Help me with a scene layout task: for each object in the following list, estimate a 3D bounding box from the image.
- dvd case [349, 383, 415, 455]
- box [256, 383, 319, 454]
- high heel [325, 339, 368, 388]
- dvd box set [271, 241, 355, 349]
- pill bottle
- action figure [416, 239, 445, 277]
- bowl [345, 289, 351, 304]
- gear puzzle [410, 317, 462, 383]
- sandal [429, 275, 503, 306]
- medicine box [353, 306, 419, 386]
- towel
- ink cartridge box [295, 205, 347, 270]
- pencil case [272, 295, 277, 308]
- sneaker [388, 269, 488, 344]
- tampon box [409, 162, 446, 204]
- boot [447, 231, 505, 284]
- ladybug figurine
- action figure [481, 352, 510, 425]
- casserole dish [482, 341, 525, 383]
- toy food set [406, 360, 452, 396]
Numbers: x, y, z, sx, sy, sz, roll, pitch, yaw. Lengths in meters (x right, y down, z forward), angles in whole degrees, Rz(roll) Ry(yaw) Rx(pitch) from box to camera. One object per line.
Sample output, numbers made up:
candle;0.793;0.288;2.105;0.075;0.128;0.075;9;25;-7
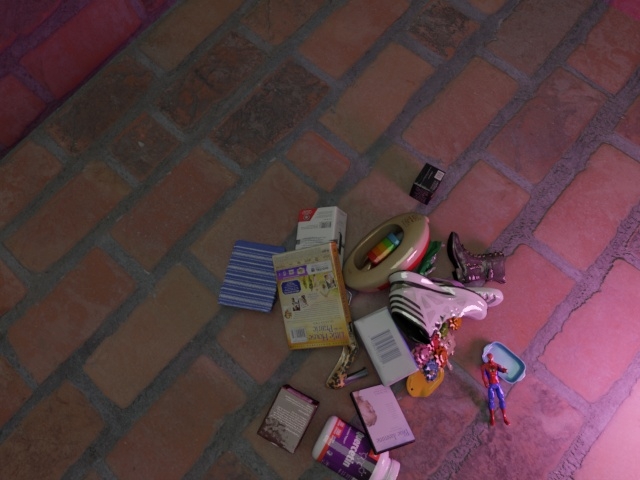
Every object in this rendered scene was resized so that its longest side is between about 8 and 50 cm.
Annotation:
dvd case;0.244;0.702;1.724;0.180;0.022;0.253;-6;48;-23
box;-0.125;0.716;1.755;0.168;0.167;0.203;27;78;10
high heel;0.074;0.489;1.837;0.186;0.093;0.261;-20;83;-8
dvd box set;-0.034;0.237;1.821;0.307;0.062;0.421;-14;86;31
pill bottle;0.138;0.842;1.695;0.323;0.181;0.182;27;78;10
action figure;0.472;0.113;1.915;0.063;0.137;0.232;28;87;-2
bowl;0.056;0.270;1.923;0.142;0.053;0.142;24;79;10
gear puzzle;0.501;0.413;1.762;0.339;0.044;0.175;-40;105;-34
sandal;0.560;0.211;1.857;0.416;0.169;0.102;8;57;2
medicine box;0.253;0.427;1.743;0.149;0.289;0.264;-25;75;-2
towel;-0.303;0.154;1.943;0.243;0.040;0.336;9;58;4
ink cartridge box;0.000;0.000;1.933;0.197;0.114;0.273;-3;72;31
pencil case;-0.271;0.249;1.945;0.151;0.064;0.070;27;116;10
sneaker;0.456;0.302;1.687;0.447;0.169;0.258;18;58;-15
tampon box;0.486;-0.256;1.979;0.101;0.161;0.120;31;80;11
boot;0.695;0.076;1.919;0.228;0.091;0.263;-9;84;1
ladybug figurine;0.298;0.064;1.862;0.449;0.162;0.305;-40;32;9
action figure;0.702;0.596;1.726;0.091;0.139;0.280;-8;80;12
casserole dish;0.765;0.511;1.817;0.188;0.037;0.114;41;81;14
toy food set;0.441;0.556;1.817;0.218;0.071;0.128;-43;100;-6
